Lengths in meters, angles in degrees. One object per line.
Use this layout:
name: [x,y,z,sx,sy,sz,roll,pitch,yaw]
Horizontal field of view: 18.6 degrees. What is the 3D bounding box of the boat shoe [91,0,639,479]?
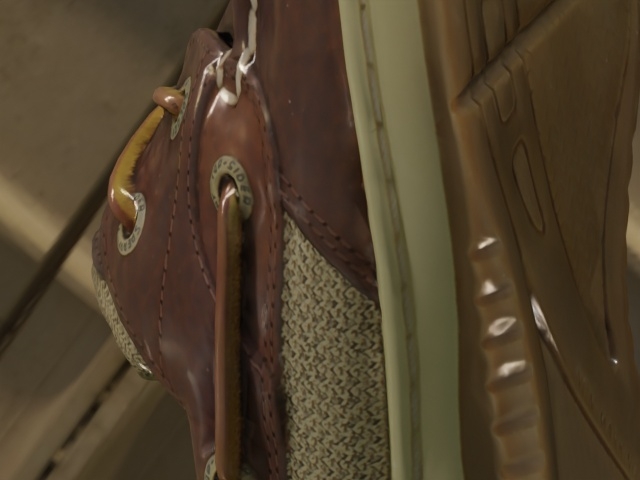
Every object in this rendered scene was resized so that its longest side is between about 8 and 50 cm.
boat shoe: [0.000,0.000,0.429,0.123,0.123,0.342,-3,-79,26]
